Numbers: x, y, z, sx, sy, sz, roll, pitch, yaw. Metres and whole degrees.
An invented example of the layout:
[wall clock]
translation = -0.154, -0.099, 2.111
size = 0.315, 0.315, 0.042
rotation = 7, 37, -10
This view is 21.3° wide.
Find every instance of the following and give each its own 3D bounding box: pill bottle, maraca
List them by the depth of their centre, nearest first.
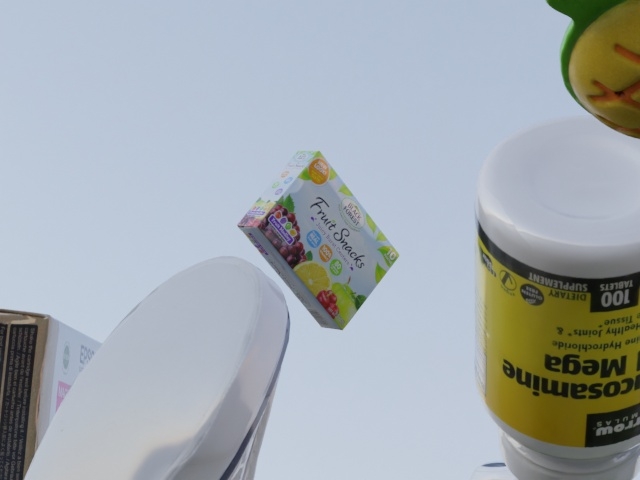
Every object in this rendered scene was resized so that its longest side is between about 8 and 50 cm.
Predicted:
[maraca]
translation = 0.209, -0.129, 1.071
size = 0.127, 0.099, 0.185
rotation = -19, -36, 14
[pill bottle]
translation = 0.230, 0.071, 1.511
size = 0.188, 0.188, 0.334
rotation = 11, -46, 18

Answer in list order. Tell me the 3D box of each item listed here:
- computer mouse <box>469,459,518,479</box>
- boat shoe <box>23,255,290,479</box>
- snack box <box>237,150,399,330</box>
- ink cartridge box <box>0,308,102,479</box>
[computer mouse]
translation = 0.250, 0.283, 1.882
size = 0.193, 0.106, 0.042
rotation = -3, -3, 25
[boat shoe]
translation = -0.074, 0.139, 0.719
size = 0.096, 0.267, 0.088
rotation = 12, -16, 46
[snack box]
translation = 0.000, 0.000, 1.588
size = 0.037, 0.100, 0.141
rotation = 3, -41, 52
[ink cartridge box]
translation = -0.267, 0.172, 1.553
size = 0.088, 0.193, 0.234
rotation = 4, -9, 7
